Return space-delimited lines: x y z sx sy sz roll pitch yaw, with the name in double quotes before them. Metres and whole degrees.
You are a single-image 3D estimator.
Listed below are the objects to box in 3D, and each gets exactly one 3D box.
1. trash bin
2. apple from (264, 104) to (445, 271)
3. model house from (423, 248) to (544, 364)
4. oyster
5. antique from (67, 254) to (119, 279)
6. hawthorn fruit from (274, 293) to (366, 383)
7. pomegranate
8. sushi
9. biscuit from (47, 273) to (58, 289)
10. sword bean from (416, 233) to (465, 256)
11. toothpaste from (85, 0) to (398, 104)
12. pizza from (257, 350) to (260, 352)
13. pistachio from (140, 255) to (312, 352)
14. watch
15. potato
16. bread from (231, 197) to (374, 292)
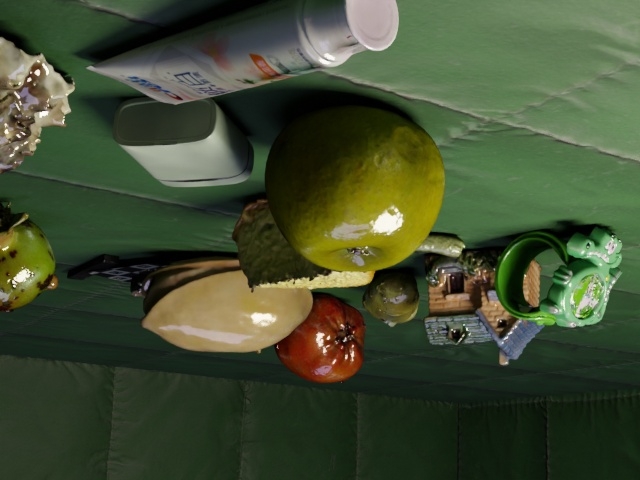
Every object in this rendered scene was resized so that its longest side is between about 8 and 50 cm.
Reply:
"trash bin" -0.144 -0.104 1.066 0.116 0.059 0.130 -3 164 13
"apple" 0.035 -0.053 1.044 0.197 0.156 0.196 -2 158 -1
"model house" 0.265 0.113 1.621 0.183 0.172 0.166 -2 166 21
"oyster" -0.378 -0.109 0.963 0.351 0.114 0.238 -29 149 36
"antique" -0.416 0.051 1.811 0.031 0.015 0.192 11 164 -31
"hawthorn fruit" -0.014 0.201 2.001 0.202 0.185 0.185 -11 160 41
"pomegranate" -0.472 0.025 1.464 0.156 0.156 0.220 6 161 -11
"sushi" -0.291 0.081 1.825 0.210 0.040 0.193 -9 165 30
"biscuit" -0.611 0.066 1.845 0.208 0.047 0.164 14 163 -37
"sword bean" 0.082 -0.003 1.474 0.270 0.038 0.043 5 -169 -9
"toothpaste" -0.074 -0.159 0.844 0.100 0.066 0.323 19 164 -41
"pizza" -0.144 0.160 2.016 0.046 0.134 0.175 -34 -158 -27
"pistachio" -0.160 0.107 1.701 0.293 0.162 0.181 4 135 -8
"watch" 0.345 0.045 1.458 0.131 0.165 0.152 13 -173 -40
"potato" 0.132 0.106 1.797 0.105 0.085 0.188 2 161 -5
"bread" 0.010 0.000 1.316 0.134 0.129 0.260 6 168 -43
